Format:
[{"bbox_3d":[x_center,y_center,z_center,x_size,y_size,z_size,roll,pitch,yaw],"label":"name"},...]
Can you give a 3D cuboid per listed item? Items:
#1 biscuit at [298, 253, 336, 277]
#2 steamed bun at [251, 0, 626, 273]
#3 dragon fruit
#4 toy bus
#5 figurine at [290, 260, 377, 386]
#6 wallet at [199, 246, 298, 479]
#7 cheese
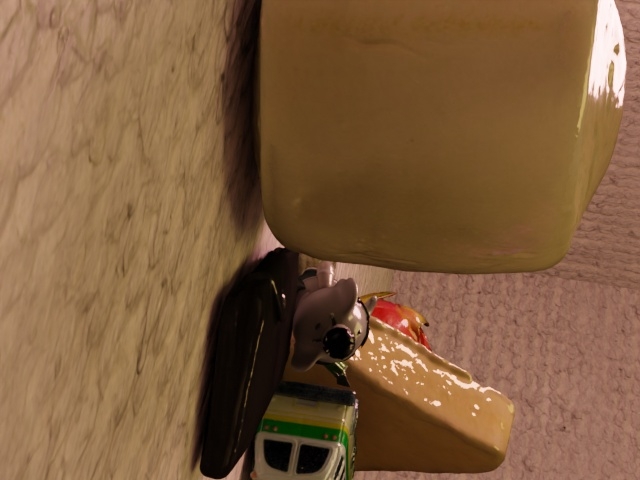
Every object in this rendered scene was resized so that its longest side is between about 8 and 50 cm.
[{"bbox_3d":[0.000,0.000,1.772,0.252,0.052,0.150,89,12,-56],"label":"biscuit"},{"bbox_3d":[0.115,-0.111,1.227,0.456,0.371,0.289,68,32,-71],"label":"steamed bun"},{"bbox_3d":[0.093,0.199,2.095,0.227,0.224,0.224,-16,121,-41],"label":"dragon fruit"},{"bbox_3d":[-0.023,0.315,1.647,0.276,0.134,0.164,86,13,-57],"label":"toy bus"},{"bbox_3d":[0.010,0.101,1.565,0.147,0.126,0.192,-62,-160,16],"label":"figurine"},{"bbox_3d":[-0.069,0.118,1.344,0.377,0.051,0.197,-55,154,-79],"label":"wallet"},{"bbox_3d":[0.065,0.222,1.790,0.384,0.384,0.104,90,18,-53],"label":"cheese"}]
